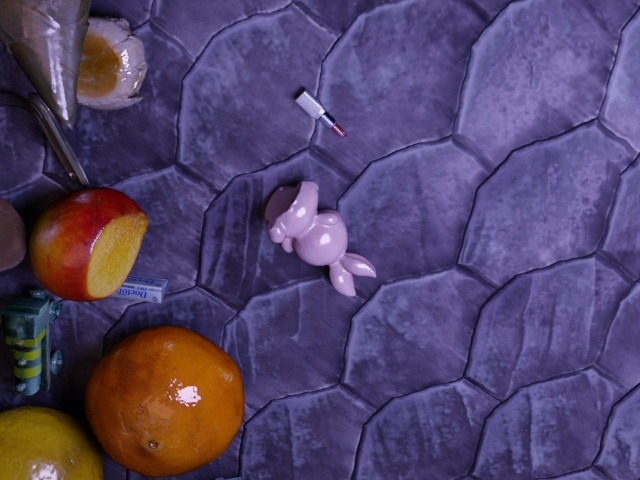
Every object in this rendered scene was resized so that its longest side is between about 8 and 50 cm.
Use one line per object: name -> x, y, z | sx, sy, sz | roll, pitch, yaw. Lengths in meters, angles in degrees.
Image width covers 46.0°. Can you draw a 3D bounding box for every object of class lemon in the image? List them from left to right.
lemon -> -0.545, 0.443, 1.403 | 0.293, 0.293, 0.293 | 1, 112, 3

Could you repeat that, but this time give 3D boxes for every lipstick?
lipstick -> 0.004, -0.205, 1.241 | 0.107, 0.025, 0.025 | 41, 108, -17

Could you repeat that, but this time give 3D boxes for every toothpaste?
toothpaste -> -0.362, 0.082, 1.368 | 0.164, 0.046, 0.034 | 8, 108, 1

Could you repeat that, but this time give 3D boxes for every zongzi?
zongzi -> -0.495, -0.373, 1.085 | 0.356, 0.174, 0.392 | 7, 90, 5

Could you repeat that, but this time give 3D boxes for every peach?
peach -> -0.384, 0.008, 1.266 | 0.193, 0.190, 0.190 | -13, 110, 10

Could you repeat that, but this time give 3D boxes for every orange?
orange -> -0.275, 0.291, 1.351 | 0.284, 0.226, 0.283 | 2, 118, 4

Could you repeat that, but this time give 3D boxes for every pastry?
pastry -> -0.356, -0.282, 1.202 | 0.166, 0.088, 0.165 | 3, 113, 6

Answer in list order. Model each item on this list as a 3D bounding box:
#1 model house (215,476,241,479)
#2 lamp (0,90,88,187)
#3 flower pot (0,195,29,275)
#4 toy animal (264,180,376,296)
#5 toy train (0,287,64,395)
model house -> -0.238, 0.605, 1.485 | 0.224, 0.198, 0.215 | -27, 91, 15
lamp -> -0.540, -0.154, 1.268 | 0.283, 0.124, 0.203 | -12, 131, 5
flower pot -> -0.632, 0.048, 1.239 | 0.266, 0.266, 0.267 | 44, 116, -13
toy animal -> 0.001, -0.002, 1.286 | 0.124, 0.124, 0.212 | -38, 114, 16
toy train -> -0.528, 0.191, 1.375 | 0.083, 0.132, 0.200 | 5, 110, 2
